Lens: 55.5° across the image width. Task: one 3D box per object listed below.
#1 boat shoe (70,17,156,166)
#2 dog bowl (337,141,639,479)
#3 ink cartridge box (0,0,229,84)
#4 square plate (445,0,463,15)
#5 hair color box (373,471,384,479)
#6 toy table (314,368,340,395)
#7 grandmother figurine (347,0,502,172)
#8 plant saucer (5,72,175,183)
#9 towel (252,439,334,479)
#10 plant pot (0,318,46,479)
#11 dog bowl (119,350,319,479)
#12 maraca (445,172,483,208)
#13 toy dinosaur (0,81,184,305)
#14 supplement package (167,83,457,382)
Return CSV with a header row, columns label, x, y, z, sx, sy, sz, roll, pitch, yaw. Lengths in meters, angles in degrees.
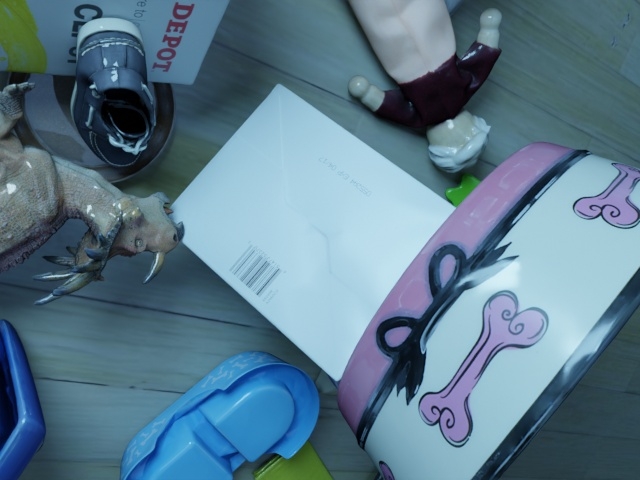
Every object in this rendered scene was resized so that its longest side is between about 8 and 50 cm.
label,x,y,z,sx,sy,sz,roll,pitch,yaw
boat shoe,-0.189,-0.111,0.560,0.075,0.206,0.065,-8,71,-20
dog bowl,0.179,0.084,0.601,0.408,0.150,0.408,-41,157,-23
ink cartridge box,-0.250,-0.257,0.431,0.384,0.279,0.160,-4,74,-27
square plate,0.179,-0.511,0.729,0.347,0.049,0.344,-48,123,-5
hair color box,0.237,0.468,0.919,0.113,0.374,0.185,29,93,-42
toy table,0.091,0.139,0.852,0.274,0.161,0.252,36,89,-33
grandmother figurine,0.138,-0.230,0.784,0.208,0.104,0.342,-21,126,15
plant saucer,-0.240,-0.144,0.645,0.168,0.029,0.168,-10,114,-25
towel,-0.018,0.417,0.981,0.102,0.021,0.237,-37,121,-19
plant pot,-0.403,0.175,0.559,0.212,0.236,0.236,34,89,-39
dog bowl,-0.141,0.269,0.825,0.297,0.074,0.166,-39,122,-10
maraca,0.279,-0.045,0.929,0.185,0.099,0.127,4,102,-3
toy dinosaur,-0.295,-0.015,0.556,0.295,0.127,0.200,-18,101,-1
supplement package,0.000,0.000,0.674,0.204,0.262,0.145,-49,159,-4
